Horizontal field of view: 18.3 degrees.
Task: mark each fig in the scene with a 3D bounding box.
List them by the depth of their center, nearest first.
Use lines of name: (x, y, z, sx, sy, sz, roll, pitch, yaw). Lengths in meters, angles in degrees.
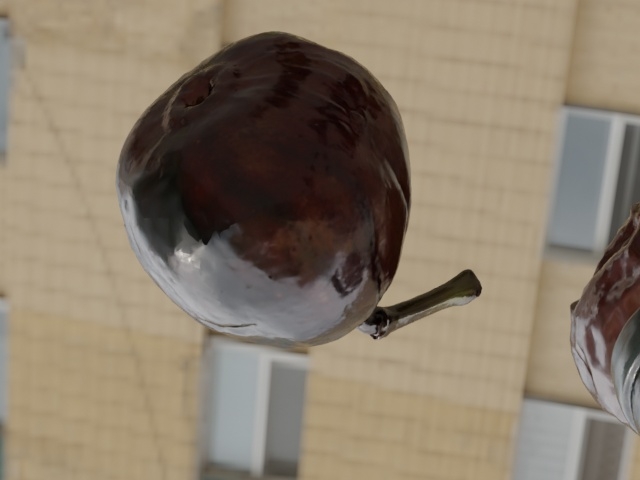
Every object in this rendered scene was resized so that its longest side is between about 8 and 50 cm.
fig: (-0.017, 0.002, 1.265, 0.186, 0.249, 0.204, -21, -151, 10)

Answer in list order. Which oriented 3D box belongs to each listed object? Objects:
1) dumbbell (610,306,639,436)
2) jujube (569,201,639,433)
dumbbell: (0.323, 0.171, 1.384, 0.185, 0.185, 0.388, 0, -137, -11)
jujube: (0.380, 0.036, 1.656, 0.276, 0.377, 0.276, 14, -121, -24)
